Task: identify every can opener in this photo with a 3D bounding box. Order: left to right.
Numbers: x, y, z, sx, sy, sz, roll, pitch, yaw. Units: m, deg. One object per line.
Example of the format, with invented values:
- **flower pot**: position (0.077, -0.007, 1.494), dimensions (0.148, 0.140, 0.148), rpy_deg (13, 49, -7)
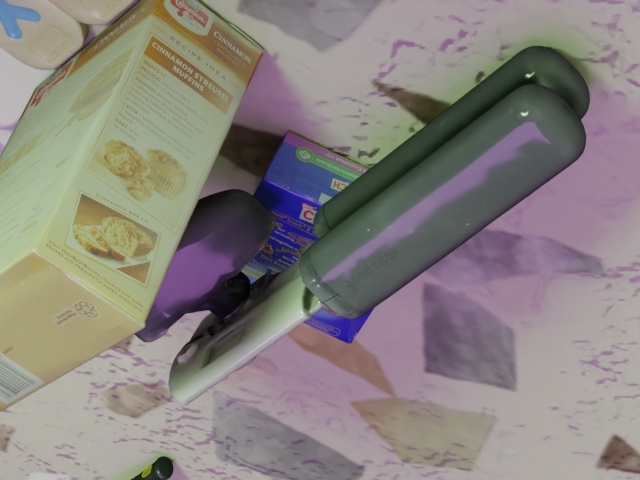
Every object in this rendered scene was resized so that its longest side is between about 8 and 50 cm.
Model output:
- **can opener**: position (0.004, -0.013, 1.001), dimensions (0.095, 0.076, 0.283), rpy_deg (42, 122, -18)

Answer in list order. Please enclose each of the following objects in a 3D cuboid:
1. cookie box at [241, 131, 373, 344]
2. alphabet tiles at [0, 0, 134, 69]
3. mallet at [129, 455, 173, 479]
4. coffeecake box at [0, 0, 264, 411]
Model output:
- **cookie box**: position (0.000, 0.000, 1.099), dimensions (0.092, 0.040, 0.107), rpy_deg (25, 143, -5)
- **alphabet tiles**: position (-0.206, -0.193, 0.970), dimensions (0.278, 0.021, 0.284), rpy_deg (37, 141, -21)
- **mallet**: position (-0.164, 0.194, 1.438), dimensions (0.039, 0.062, 0.189), rpy_deg (35, 127, -21)
- **coffeecake box**: position (-0.120, -0.023, 1.006), dimensions (0.068, 0.185, 0.142), rpy_deg (36, 141, -20)
